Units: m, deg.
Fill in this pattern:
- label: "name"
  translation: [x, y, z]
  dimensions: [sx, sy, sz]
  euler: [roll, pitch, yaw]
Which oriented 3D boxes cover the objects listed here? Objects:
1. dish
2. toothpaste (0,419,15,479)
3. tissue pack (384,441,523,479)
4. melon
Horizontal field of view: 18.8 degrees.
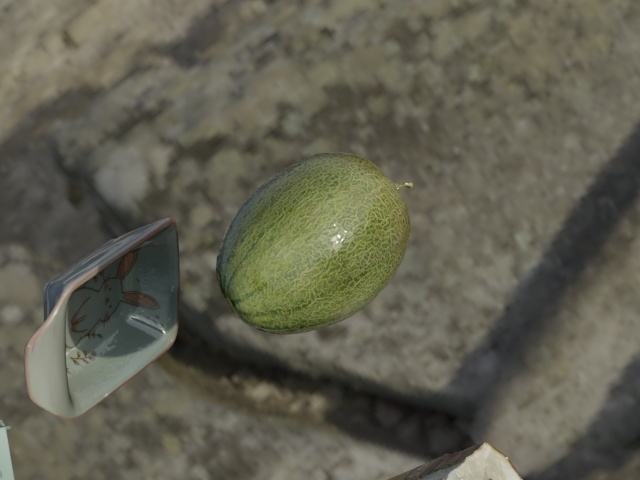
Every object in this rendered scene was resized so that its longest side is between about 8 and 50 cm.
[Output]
- label: "dish"
  translation: [-0.229, 0.076, 1.916]
  dimensions: [0.064, 0.154, 0.234]
  euler: [17, 31, 24]
- label: "toothpaste"
  translation: [-0.276, 0.154, 0.907]
  dimensions: [0.071, 0.313, 0.089]
  euler: [-13, 88, 42]
- label: "tissue pack"
  translation: [0.125, 0.289, 1.720]
  dimensions: [0.092, 0.183, 0.226]
  euler: [-39, 2, -33]
- label: "melon"
  translation: [0.000, 0.000, 1.633]
  dimensions: [0.192, 0.139, 0.139]
  euler: [-36, 38, -14]
